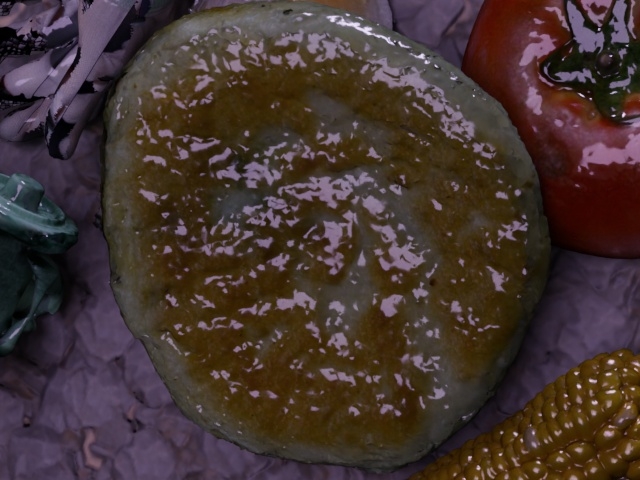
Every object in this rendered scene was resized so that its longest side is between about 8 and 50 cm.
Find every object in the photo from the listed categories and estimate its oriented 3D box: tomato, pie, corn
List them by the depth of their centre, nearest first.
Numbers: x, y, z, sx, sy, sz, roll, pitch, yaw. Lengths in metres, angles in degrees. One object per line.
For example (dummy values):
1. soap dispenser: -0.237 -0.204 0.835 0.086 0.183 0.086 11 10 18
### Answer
1. tomato: 0.181 -0.100 1.074 0.225 0.085 0.225 -4 81 24
2. corn: 0.094 0.176 1.077 0.313 0.102 0.102 -35 73 20
3. pie: 0.000 0.000 1.099 0.323 0.070 0.323 6 107 19

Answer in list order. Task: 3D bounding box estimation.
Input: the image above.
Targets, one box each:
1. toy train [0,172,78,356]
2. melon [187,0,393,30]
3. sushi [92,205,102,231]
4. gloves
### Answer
1. toy train: -0.310 -0.015 1.161 0.238 0.299 0.167 37 98 35
2. melon: -0.034 -0.180 1.166 0.140 0.093 0.202 -20 77 26
3. sushi: -0.049 -0.031 1.183 0.210 0.040 0.192 35 99 22
4. gloves: -0.166 -0.145 1.215 0.127 0.111 0.212 51 133 14
